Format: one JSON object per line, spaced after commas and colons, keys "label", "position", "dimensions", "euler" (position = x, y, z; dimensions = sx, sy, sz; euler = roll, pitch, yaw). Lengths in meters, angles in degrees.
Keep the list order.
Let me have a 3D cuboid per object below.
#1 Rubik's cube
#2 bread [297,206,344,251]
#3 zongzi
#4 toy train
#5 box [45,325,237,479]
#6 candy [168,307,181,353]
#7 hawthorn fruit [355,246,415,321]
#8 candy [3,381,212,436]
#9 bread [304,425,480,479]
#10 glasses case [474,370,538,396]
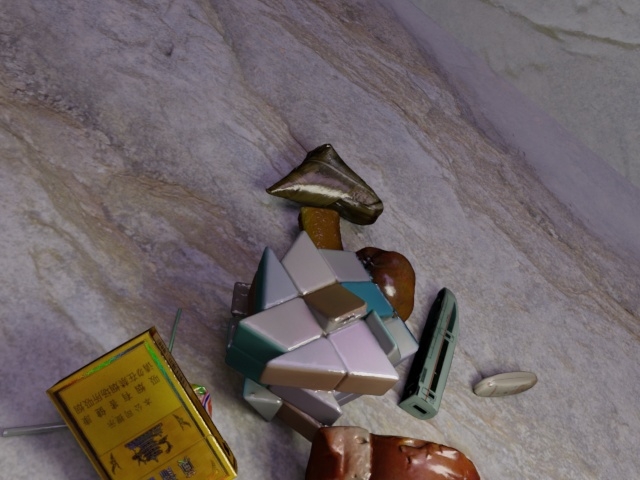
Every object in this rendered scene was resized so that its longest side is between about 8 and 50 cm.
{"label": "Rubik's cube", "position": [-0.020, 0.194, 1.169], "dimensions": [0.368, 0.358, 0.387], "euler": [-19, 62, -32]}
{"label": "bread", "position": [0.000, 0.000, 1.515], "dimensions": [0.132, 0.103, 0.172], "euler": [8, 53, -25]}
{"label": "zongzi", "position": [0.016, -0.120, 1.596], "dimensions": [0.286, 0.134, 0.288], "euler": [43, 45, 10]}
{"label": "toy train", "position": [0.314, 0.285, 1.486], "dimensions": [0.088, 0.086, 0.407], "euler": [33, 46, -2]}
{"label": "box", "position": [-0.303, 0.329, 0.973], "dimensions": [0.193, 0.084, 0.301], "euler": [-30, 94, -7]}
{"label": "candy", "position": [-0.321, 0.226, 1.197], "dimensions": [0.061, 0.061, 0.202], "euler": [20, 40, -16]}
{"label": "hawthorn fruit", "position": [0.145, 0.138, 1.412], "dimensions": [0.208, 0.248, 0.208], "euler": [-12, 44, 12]}
{"label": "candy", "position": [-0.388, 0.336, 1.042], "dimensions": [0.366, 0.124, 0.124], "euler": [-1, 56, -21]}
{"label": "bread", "position": [0.137, 0.477, 1.081], "dimensions": [0.328, 0.295, 0.114], "euler": [4, 47, 12]}
{"label": "glasses case", "position": [0.509, 0.393, 1.519], "dimensions": [0.204, 0.081, 0.051], "euler": [2, 53, -27]}
